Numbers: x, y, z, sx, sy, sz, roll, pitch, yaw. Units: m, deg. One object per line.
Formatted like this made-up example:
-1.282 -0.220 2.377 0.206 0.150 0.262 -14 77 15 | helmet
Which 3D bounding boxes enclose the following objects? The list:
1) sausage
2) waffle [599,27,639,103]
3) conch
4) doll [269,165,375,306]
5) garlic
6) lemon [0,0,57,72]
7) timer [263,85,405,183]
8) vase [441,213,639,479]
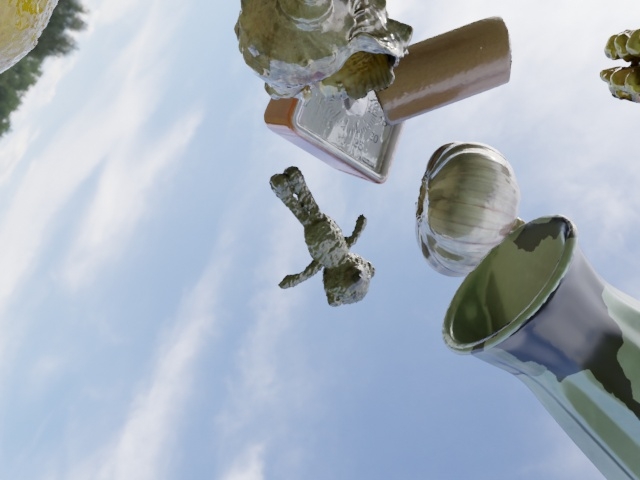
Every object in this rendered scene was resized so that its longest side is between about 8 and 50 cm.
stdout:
0.211 -0.293 1.017 0.253 0.123 0.123 -20 -137 5 | sausage
0.705 -0.328 1.093 0.324 0.151 0.261 -6 -159 0 | waffle
0.001 -0.210 0.652 0.245 0.178 0.163 114 0 -76 | conch
0.013 -0.008 1.139 0.091 0.203 0.285 2 -78 56 | doll
0.290 -0.038 1.031 0.245 0.253 0.245 17 90 -89 | garlic
-0.327 -0.239 0.432 0.293 0.293 0.293 -30 -137 32 | lemon
0.049 -0.278 1.161 0.161 0.257 0.250 28 -89 56 | timer
0.255 0.138 0.408 0.165 0.360 0.165 -51 -173 9 | vase
